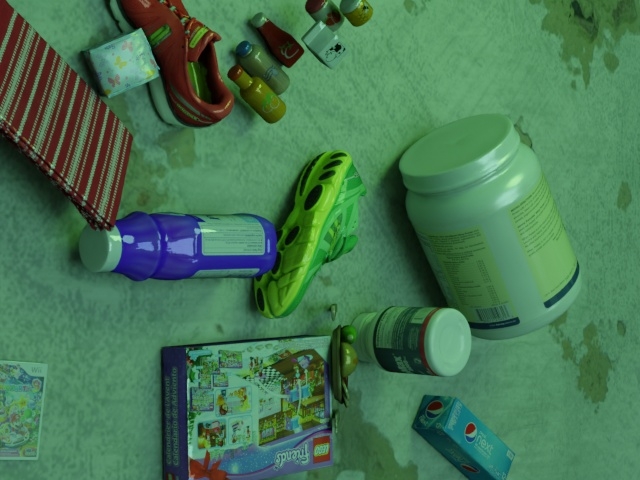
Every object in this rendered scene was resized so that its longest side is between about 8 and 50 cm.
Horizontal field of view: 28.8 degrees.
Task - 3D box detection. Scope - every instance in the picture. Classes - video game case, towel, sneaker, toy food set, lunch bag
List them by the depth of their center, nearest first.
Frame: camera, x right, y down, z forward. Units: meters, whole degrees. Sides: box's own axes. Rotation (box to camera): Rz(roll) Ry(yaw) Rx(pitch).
[{"bbox_3d":[-0.336,-0.157,1.542,0.275,0.031,0.199,49,29,-35],"label":"towel"},{"bbox_3d":[-0.383,0.211,1.550,0.087,0.011,0.122,11,81,-46],"label":"video game case"},{"bbox_3d":[-0.261,-0.234,1.646,0.083,0.053,0.071,-27,109,-15],"label":"lunch bag"},{"bbox_3d":[-0.190,-0.284,1.683,0.107,0.118,0.279,-43,119,-39],"label":"sneaker"},{"bbox_3d":[-0.041,-0.297,1.834,0.232,0.111,0.104,-46,127,1],"label":"toy food set"},{"bbox_3d":[0.000,0.000,1.884,0.123,0.109,0.296,45,58,-32],"label":"sneaker"},{"bbox_3d":[0.039,0.192,1.926,0.132,0.038,0.192,-21,110,-87],"label":"toy food set"}]

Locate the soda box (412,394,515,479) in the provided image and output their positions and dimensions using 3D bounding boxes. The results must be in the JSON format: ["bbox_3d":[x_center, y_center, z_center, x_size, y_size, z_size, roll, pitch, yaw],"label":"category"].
[{"bbox_3d":[0.251,0.348,2.168,0.210,0.071,0.067,45,58,-36],"label":"soda box"}]

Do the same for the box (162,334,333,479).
[{"bbox_3d":[-0.100,0.244,1.812,0.293,0.057,0.201,1,88,-47],"label":"box"}]

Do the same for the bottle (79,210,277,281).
[{"bbox_3d":[-0.190,0.007,1.679,0.282,0.118,0.092,0,90,-46],"label":"bottle"}]

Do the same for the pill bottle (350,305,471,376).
[{"bbox_3d":[0.138,0.157,1.974,0.108,0.180,0.108,1,89,-46],"label":"pill bottle"}]

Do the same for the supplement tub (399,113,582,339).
[{"bbox_3d":[0.282,-0.024,2.091,0.235,0.235,0.325,-45,120,-37],"label":"supplement tub"}]
